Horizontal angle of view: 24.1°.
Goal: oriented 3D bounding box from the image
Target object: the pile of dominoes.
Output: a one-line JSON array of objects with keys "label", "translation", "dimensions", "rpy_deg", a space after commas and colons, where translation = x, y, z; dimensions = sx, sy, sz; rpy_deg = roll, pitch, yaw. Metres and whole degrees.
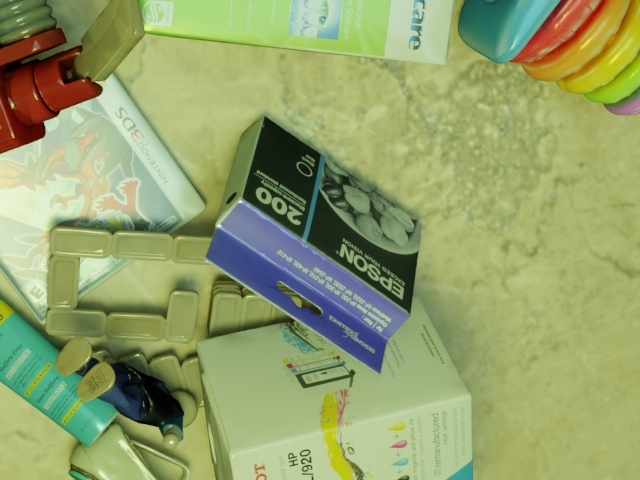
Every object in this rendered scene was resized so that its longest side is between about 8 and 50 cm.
[{"label": "pile of dominoes", "translation": [-0.148, 0.074, 1.493], "dimensions": [0.251, 0.040, 0.196], "rpy_deg": [4, 116, -11]}]

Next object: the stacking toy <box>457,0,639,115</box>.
[{"label": "stacking toy", "translation": [0.300, -0.188, 1.489], "dimensions": [0.302, 0.166, 0.175], "rpy_deg": [34, 100, -20]}]

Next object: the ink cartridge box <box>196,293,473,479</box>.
[{"label": "ink cartridge box", "translation": [0.012, 0.187, 1.459], "dimensions": [0.233, 0.168, 0.171], "rpy_deg": [-12, 127, -10]}]

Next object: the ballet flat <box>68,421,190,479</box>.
[{"label": "ballet flat", "translation": [-0.143, 0.275, 1.515], "dimensions": [0.086, 0.086, 0.248], "rpy_deg": [-46, 105, -2]}]

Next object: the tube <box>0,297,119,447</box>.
[{"label": "tube", "translation": [-0.287, 0.117, 1.453], "dimensions": [0.207, 0.052, 0.080], "rpy_deg": [39, 96, 0]}]

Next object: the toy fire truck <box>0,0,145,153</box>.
[{"label": "toy fire truck", "translation": [-0.262, -0.196, 1.308], "dimensions": [0.246, 0.158, 0.217], "rpy_deg": [-18, 97, 13]}]

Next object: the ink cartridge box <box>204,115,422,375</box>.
[{"label": "ink cartridge box", "translation": [0.000, 0.000, 1.434], "dimensions": [0.206, 0.208, 0.045], "rpy_deg": [34, 125, -17]}]

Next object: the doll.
[{"label": "doll", "translation": [-0.173, 0.150, 1.431], "dimensions": [0.046, 0.129, 0.189], "rpy_deg": [-48, 150, 3]}]

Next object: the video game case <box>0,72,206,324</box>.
[{"label": "video game case", "translation": [-0.242, -0.047, 1.457], "dimensions": [0.201, 0.023, 0.183], "rpy_deg": [-36, 106, -4]}]

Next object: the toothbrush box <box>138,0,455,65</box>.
[{"label": "toothbrush box", "translation": [-0.039, -0.237, 1.374], "dimensions": [0.283, 0.206, 0.122], "rpy_deg": [3, 99, -14]}]
